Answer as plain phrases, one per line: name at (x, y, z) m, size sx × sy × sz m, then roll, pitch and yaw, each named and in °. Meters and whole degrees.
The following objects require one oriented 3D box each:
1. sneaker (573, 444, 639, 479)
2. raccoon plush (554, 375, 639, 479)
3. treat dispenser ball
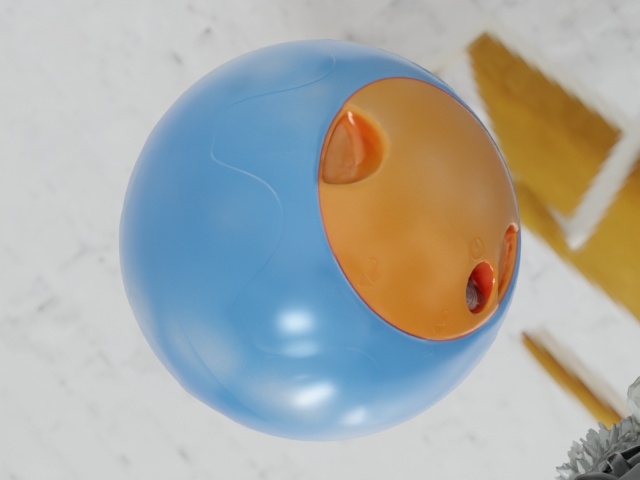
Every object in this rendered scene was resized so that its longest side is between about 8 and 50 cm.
sneaker at (0.100, 0.137, 0.784) m, size 0.293 × 0.146 × 0.102 m, roll 11°, pitch -148°, yaw -38°
raccoon plush at (0.234, 0.156, 1.236) m, size 0.216 × 0.299 × 0.446 m, roll 29°, pitch -146°, yaw 2°
treat dispenser ball at (0.000, 0.000, 1.385) m, size 0.288 × 0.288 × 0.288 m, roll 50°, pitch 172°, yaw 9°
